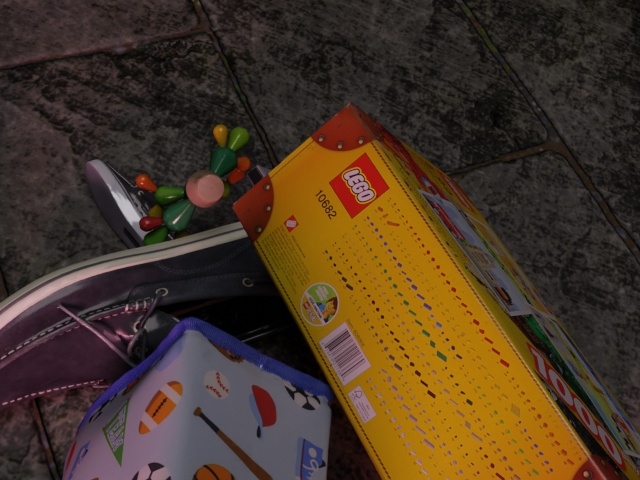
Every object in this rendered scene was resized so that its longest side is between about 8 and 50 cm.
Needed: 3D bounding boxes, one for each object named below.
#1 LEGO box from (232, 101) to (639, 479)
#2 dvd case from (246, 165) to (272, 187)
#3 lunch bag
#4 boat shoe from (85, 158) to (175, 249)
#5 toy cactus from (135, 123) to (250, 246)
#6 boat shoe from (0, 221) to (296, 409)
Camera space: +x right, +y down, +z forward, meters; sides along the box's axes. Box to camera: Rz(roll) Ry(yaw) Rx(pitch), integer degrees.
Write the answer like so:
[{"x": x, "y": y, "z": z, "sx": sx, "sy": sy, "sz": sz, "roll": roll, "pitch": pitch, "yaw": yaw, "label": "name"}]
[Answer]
[{"x": 0.164, "y": 0.128, "z": 0.942, "sx": 0.193, "sy": 0.372, "sz": 0.500, "roll": -39, "pitch": 63, "yaw": 17, "label": "LEGO box"}, {"x": 0.000, "y": 0.000, "z": 1.181, "sx": 0.239, "sy": 0.029, "sz": 0.179, "roll": 59, "pitch": 20, "yaw": 22, "label": "dvd case"}, {"x": -0.169, "y": 0.325, "z": 0.793, "sx": 0.239, "sy": 0.385, "sz": 0.328, "roll": 34, "pitch": 36, "yaw": -26, "label": "lunch bag"}, {"x": -0.263, "y": -0.038, "z": 1.184, "sx": 0.076, "sy": 0.080, "sz": 0.228, "roll": -30, "pitch": 70, "yaw": -35, "label": "boat shoe"}, {"x": -0.167, "y": -0.079, "z": 1.077, "sx": 0.219, "sy": 0.180, "sz": 0.112, "roll": -41, "pitch": 103, "yaw": -12, "label": "toy cactus"}, {"x": -0.234, "y": 0.116, "z": 1.035, "sx": 0.500, "sy": 0.187, "sz": 0.156, "roll": -19, "pitch": 59, "yaw": -28, "label": "boat shoe"}]
